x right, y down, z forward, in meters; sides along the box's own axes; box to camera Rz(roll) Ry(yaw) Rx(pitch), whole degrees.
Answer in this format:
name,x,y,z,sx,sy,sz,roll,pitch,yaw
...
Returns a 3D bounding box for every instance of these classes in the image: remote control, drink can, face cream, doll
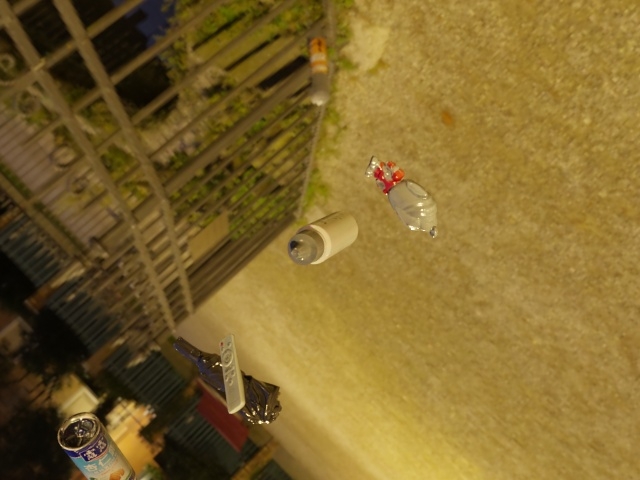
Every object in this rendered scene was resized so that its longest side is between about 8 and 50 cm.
name,x,y,z,sx,sy,sz,roll,pitch,yaw
remote control,-0.196,0.297,1.779,0.027,0.050,0.184,23,-140,-40
drink can,-0.493,0.483,1.768,0.097,0.097,0.235,34,151,36
face cream,0.000,0.000,1.791,0.092,0.092,0.311,45,-159,6
doll,0.145,-0.078,1.384,0.180,0.079,0.094,48,146,12

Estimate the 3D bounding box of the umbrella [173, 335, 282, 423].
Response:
name,x,y,z,sx,sy,sz,roll,pitch,yaw
umbrella,-0.238,0.341,1.982,0.340,0.118,0.118,30,158,23
